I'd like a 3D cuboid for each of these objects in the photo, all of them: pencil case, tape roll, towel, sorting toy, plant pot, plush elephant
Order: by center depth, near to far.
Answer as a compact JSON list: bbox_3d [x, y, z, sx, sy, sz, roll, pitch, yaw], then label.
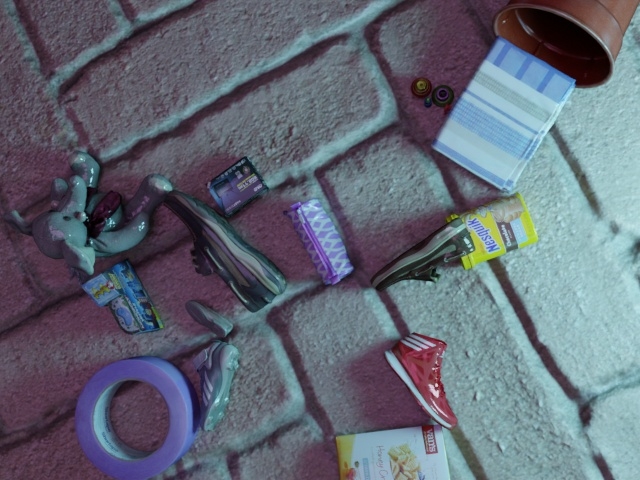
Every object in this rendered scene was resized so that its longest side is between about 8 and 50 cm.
[{"bbox_3d":[0.544,-0.505,1.473,0.272,0.272,0.265,31,84,9],"label":"plant pot"},{"bbox_3d":[0.397,-0.271,1.549,0.209,0.034,0.285,30,102,1],"label":"towel"},{"bbox_3d":[0.000,0.000,1.605,0.086,0.088,0.206,-31,84,8],"label":"pencil case"},{"bbox_3d":[0.252,-0.335,1.606,0.101,0.042,0.061,20,90,9],"label":"sorting toy"},{"bbox_3d":[-0.549,-0.049,1.609,0.271,0.255,0.330,24,91,9],"label":"plush elephant"},{"bbox_3d":[-0.425,0.411,1.650,0.274,0.090,0.275,-1,86,9],"label":"tape roll"}]

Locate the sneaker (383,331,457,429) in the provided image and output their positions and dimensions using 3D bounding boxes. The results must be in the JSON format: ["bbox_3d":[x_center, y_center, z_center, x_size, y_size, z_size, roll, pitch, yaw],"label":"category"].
[{"bbox_3d":[0.252,0.297,1.551,0.128,0.087,0.221,-42,83,6],"label":"sneaker"}]

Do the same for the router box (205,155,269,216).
[{"bbox_3d":[-0.197,-0.127,1.668,0.122,0.038,0.092,-35,83,6],"label":"router box"}]

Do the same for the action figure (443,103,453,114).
[{"bbox_3d":[0.334,-0.277,1.593,0.115,0.038,0.030,17,77,12],"label":"action figure"}]

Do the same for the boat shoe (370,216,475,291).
[{"bbox_3d":[0.222,0.056,1.532,0.257,0.095,0.095,-37,85,34],"label":"boat shoe"}]

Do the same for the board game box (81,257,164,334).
[{"bbox_3d":[-0.458,0.133,1.617,0.060,0.194,0.194,-31,82,6],"label":"board game box"}]

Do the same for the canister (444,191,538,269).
[{"bbox_3d":[0.375,-0.022,1.555,0.169,0.073,0.126,-21,84,6],"label":"canister"}]

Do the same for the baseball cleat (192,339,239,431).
[{"bbox_3d":[-0.256,0.334,1.647,0.109,0.072,0.206,18,85,23],"label":"baseball cleat"}]

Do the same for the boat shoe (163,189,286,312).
[{"bbox_3d":[-0.240,0.027,1.621,0.355,0.132,0.130,42,93,10],"label":"boat shoe"}]

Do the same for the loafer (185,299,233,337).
[{"bbox_3d":[-0.262,0.180,1.667,0.125,0.039,0.045,36,126,12],"label":"loafer"}]

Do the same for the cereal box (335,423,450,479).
[{"bbox_3d":[0.161,0.505,1.556,0.240,0.047,0.173,-10,71,9],"label":"cereal box"}]
